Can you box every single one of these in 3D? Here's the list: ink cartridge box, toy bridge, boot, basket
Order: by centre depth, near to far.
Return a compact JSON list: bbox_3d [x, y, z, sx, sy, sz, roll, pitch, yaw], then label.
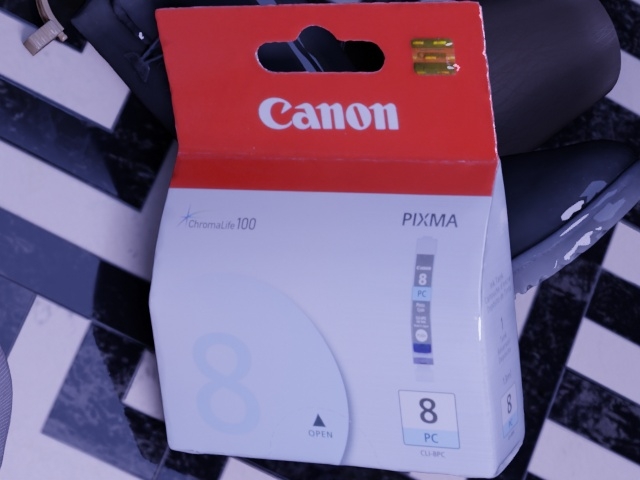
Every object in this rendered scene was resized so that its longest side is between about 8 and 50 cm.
[{"bbox_3d":[0.000,0.000,1.639,0.091,0.308,0.385,-38,126,-57],"label":"ink cartridge box"},{"bbox_3d":[0.028,-0.129,1.715,0.445,0.367,0.146,54,36,-1],"label":"boot"},{"bbox_3d":[-0.293,-0.254,1.787,0.063,0.026,0.188,-43,96,-24],"label":"toy bridge"},{"bbox_3d":[0.162,-0.152,1.877,0.227,0.154,0.204,-26,100,-27],"label":"basket"}]

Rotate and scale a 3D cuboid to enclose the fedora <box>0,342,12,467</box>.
[{"bbox_3d":[-0.337,0.131,1.615,0.124,0.244,0.275,-12,78,-52],"label":"fedora"}]
